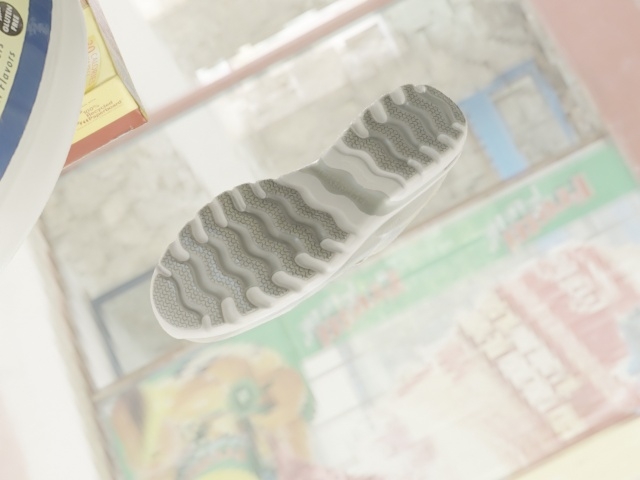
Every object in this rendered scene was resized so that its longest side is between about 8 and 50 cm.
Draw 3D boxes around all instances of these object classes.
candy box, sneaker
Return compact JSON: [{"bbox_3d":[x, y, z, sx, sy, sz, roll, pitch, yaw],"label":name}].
[{"bbox_3d":[-0.201,-0.126,1.159,0.053,0.109,0.187,59,-177,-44],"label":"candy box"},{"bbox_3d":[0.000,0.000,1.222,0.105,0.281,0.115,49,162,26],"label":"sneaker"}]

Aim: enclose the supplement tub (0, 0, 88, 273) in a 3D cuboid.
[{"bbox_3d":[-0.294,-0.104,0.719,0.325,0.235,0.235,30,-155,-39],"label":"supplement tub"}]
